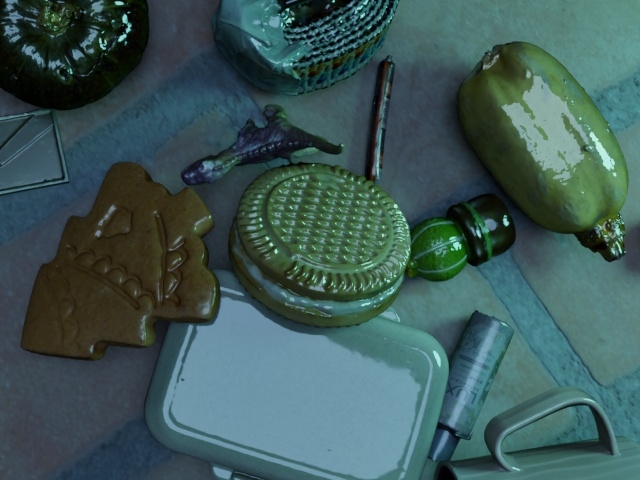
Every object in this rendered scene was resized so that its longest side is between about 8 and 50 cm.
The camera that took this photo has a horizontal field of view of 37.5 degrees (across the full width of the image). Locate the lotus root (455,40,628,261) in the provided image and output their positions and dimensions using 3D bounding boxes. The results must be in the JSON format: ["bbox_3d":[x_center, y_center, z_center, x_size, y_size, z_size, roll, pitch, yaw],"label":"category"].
[{"bbox_3d":[0.324,-0.120,1.319,0.169,0.151,0.342,-36,94,6],"label":"lotus root"}]

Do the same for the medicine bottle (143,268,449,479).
[{"bbox_3d":[-0.031,0.197,1.252,0.375,0.123,0.282,18,79,-4],"label":"medicine bottle"}]

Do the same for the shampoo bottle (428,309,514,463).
[{"bbox_3d":[0.200,0.206,1.308,0.072,0.072,0.214,25,83,-4],"label":"shampoo bottle"}]

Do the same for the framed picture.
[{"bbox_3d":[-0.429,-0.118,1.296,0.149,0.011,0.109,-11,86,-8],"label":"framed picture"}]

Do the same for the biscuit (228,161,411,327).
[{"bbox_3d":[0.000,0.000,1.248,0.259,0.079,0.259,9,44,-9],"label":"biscuit"}]

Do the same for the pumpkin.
[{"bbox_3d":[-0.347,-0.292,1.249,0.238,0.159,0.237,1,86,-11],"label":"pumpkin"}]

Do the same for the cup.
[{"bbox_3d":[0.291,0.347,1.239,0.273,0.208,0.288,-9,78,-8],"label":"cup"}]

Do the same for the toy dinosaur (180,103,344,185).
[{"bbox_3d":[-0.049,-0.123,1.252,0.251,0.200,0.072,2,114,23],"label":"toy dinosaur"}]

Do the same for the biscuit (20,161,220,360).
[{"bbox_3d":[-0.271,0.046,1.230,0.306,0.043,0.284,-40,61,1],"label":"biscuit"}]

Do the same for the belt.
[{"bbox_3d":[-0.023,-0.318,1.296,0.258,0.150,0.207,-20,78,-9],"label":"belt"}]

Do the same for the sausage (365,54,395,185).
[{"bbox_3d":[0.085,-0.171,1.355,0.028,0.025,0.198,12,83,-37],"label":"sausage"}]

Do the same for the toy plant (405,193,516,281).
[{"bbox_3d":[0.186,0.001,1.317,0.162,0.093,0.092,-25,88,-5],"label":"toy plant"}]
